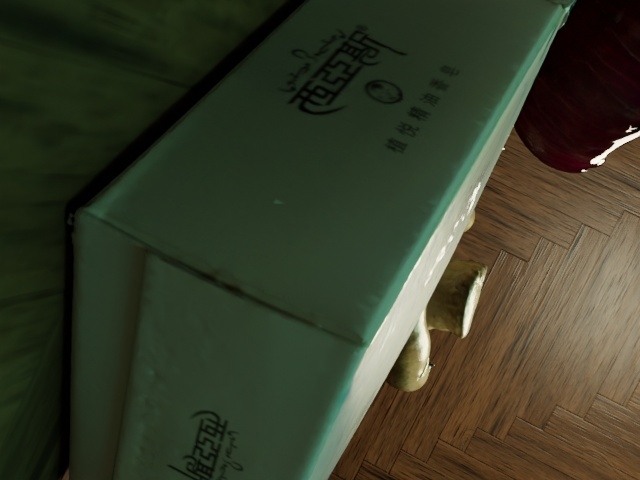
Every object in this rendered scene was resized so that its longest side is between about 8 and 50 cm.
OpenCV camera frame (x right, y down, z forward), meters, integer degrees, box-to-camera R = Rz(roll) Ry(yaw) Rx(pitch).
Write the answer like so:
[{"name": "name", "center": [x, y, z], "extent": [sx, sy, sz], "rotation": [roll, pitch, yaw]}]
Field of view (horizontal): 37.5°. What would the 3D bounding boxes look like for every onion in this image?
[{"name": "onion", "center": [0.249, -0.171, 0.787], "extent": [0.248, 0.161, 0.248], "rotation": [-58, -162, 31]}]

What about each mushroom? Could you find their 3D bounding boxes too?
[{"name": "mushroom", "center": [0.124, 0.063, 1.257], "extent": [0.151, 0.156, 0.285], "rotation": [15, 90, -69]}]

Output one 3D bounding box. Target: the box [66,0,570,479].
[{"name": "box", "center": [0.002, 0.001, 0.467], "extent": [0.274, 0.116, 0.203], "rotation": [-54, 166, -45]}]

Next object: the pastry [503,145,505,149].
[{"name": "pastry", "center": [0.188, -0.177, 1.050], "extent": [0.208, 0.097, 0.115], "rotation": [-63, 175, -15]}]

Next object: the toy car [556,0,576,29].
[{"name": "toy car", "center": [0.168, -0.257, 0.714], "extent": [0.256, 0.101, 0.124], "rotation": [-63, 179, -8]}]
